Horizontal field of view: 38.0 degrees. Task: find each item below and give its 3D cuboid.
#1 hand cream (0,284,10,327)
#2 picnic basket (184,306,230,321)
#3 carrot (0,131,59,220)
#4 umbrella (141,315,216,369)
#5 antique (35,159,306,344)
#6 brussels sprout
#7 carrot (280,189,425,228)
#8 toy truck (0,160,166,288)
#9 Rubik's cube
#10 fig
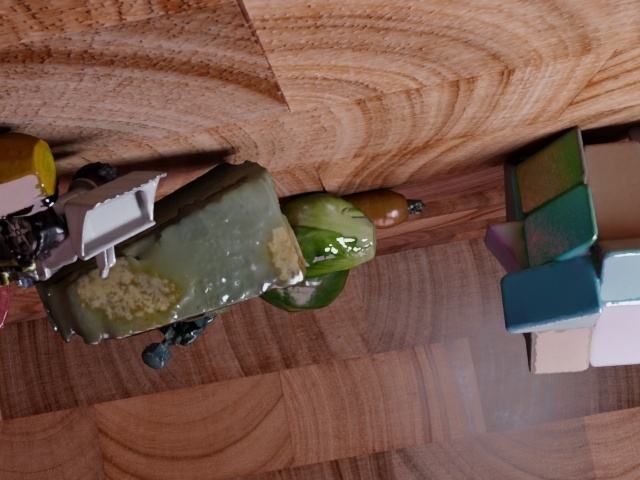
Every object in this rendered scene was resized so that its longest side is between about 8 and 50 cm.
[{"bbox_3d":[-0.494,0.074,1.186,0.193,0.193,0.125,-8,174,-18],"label":"hand cream"},{"bbox_3d":[-0.302,0.071,1.635,0.267,0.165,0.139,-13,172,19],"label":"picnic basket"},{"bbox_3d":[-0.320,-0.049,0.818,0.173,0.082,0.082,-10,175,4],"label":"carrot"},{"bbox_3d":[-0.248,0.112,1.800,0.143,0.094,0.349,-20,-155,37],"label":"umbrella"},{"bbox_3d":[-0.175,0.026,1.058,0.284,0.150,0.125,-24,-163,-20],"label":"antique"},{"bbox_3d":[-0.004,-0.004,1.521,0.183,0.131,0.145,-19,137,23],"label":"brussels sprout"},{"bbox_3d":[0.014,-0.042,1.612,0.336,0.069,0.069,-7,175,5],"label":"carrot"},{"bbox_3d":[-0.280,-0.007,0.939,0.286,0.111,0.136,-6,-162,33],"label":"toy truck"},{"bbox_3d":[0.440,0.003,1.436,0.358,0.387,0.368,-6,-167,4],"label":"Rubik's cube"},{"bbox_3d":[-0.061,0.037,1.700,0.245,0.195,0.195,1,170,-25],"label":"fig"}]
